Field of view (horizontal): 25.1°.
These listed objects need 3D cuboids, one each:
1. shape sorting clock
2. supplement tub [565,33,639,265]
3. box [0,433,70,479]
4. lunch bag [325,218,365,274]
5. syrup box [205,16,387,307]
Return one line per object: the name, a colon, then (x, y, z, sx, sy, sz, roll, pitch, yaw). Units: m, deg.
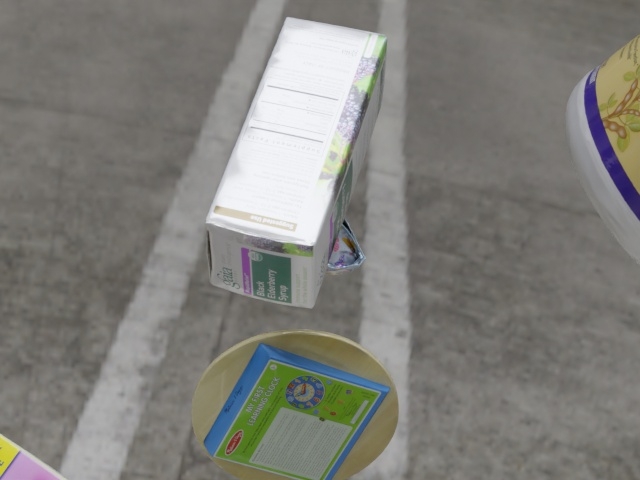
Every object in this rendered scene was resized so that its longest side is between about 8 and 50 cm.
shape sorting clock: (-0.025, 0.169, 1.425, 0.206, 0.206, 0.040, 6, 36, -12)
supplement tub: (0.396, -0.122, 1.190, 0.241, 0.331, 0.241, 29, 40, -28)
box: (-0.242, 0.321, 1.237, 0.243, 0.117, 0.213, 30, 76, 24)
lunch bag: (0.000, 0.000, 1.312, 0.083, 0.053, 0.071, 31, -8, -3)
syrup box: (-0.017, -0.069, 1.215, 0.096, 0.093, 0.237, 12, 55, 8)
